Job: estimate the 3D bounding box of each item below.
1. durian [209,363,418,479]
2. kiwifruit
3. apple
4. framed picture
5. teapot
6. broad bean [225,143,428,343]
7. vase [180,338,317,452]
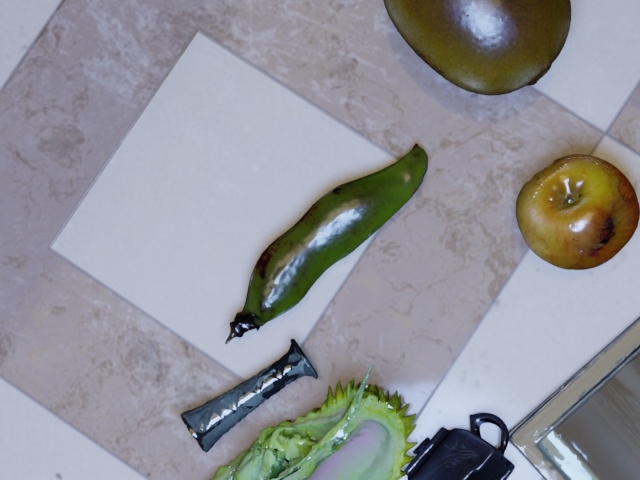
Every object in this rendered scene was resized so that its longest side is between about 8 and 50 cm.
[{"bbox_3d":[-0.034,0.291,1.808,0.355,0.169,0.157,-38,79,6],"label":"durian"},{"bbox_3d":[0.189,-0.282,1.848,0.196,0.196,0.234,-36,89,0],"label":"kiwifruit"},{"bbox_3d":[0.306,-0.034,1.842,0.146,0.146,0.146,0,84,4],"label":"apple"},{"bbox_3d":[0.488,0.291,1.845,0.326,0.028,0.446,-42,83,-1],"label":"framed picture"},{"bbox_3d":[0.151,0.274,1.849,0.177,0.087,0.096,-48,57,-2],"label":"teapot"},{"bbox_3d":[0.000,0.000,1.893,0.339,0.061,0.077,-43,90,0],"label":"broad bean"},{"bbox_3d":[-0.085,0.187,1.880,0.167,0.059,0.059,-34,83,0],"label":"vase"}]
